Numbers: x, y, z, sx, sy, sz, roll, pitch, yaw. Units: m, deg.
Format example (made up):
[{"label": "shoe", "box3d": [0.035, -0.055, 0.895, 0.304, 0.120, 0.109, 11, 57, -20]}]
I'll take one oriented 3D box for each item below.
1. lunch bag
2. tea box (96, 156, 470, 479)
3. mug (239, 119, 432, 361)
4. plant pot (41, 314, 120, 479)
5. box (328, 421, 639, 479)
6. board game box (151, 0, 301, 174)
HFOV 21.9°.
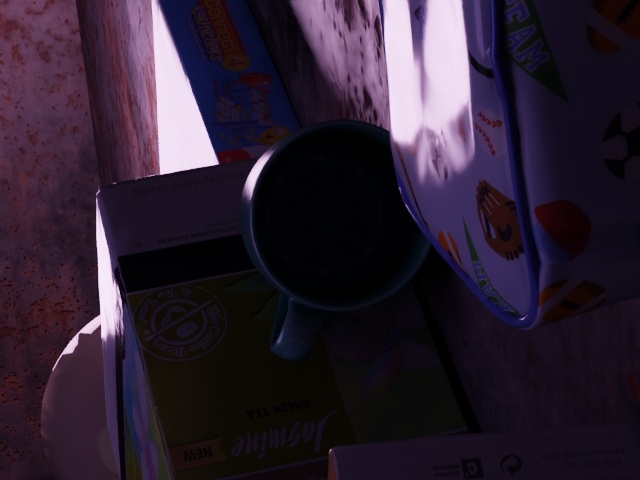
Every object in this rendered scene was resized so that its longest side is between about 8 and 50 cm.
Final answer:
[{"label": "lunch bag", "box3d": [0.091, -0.129, 0.761, 0.243, 0.115, 0.303, -120, 22, -62]}, {"label": "tea box", "box3d": [-0.039, 0.161, 1.302, 0.329, 0.220, 0.323, 95, 159, -50]}, {"label": "mug", "box3d": [-0.002, -0.010, 1.154, 0.129, 0.158, 0.097, 53, 174, -7]}, {"label": "plant pot", "box3d": [-0.127, 0.211, 1.755, 0.274, 0.256, 0.256, 18, 119, 58]}, {"label": "box", "box3d": [0.099, 0.295, 0.817, 0.215, 0.168, 0.345, 96, 169, -52]}, {"label": "board game box", "box3d": [-0.090, -0.056, 1.650, 0.302, 0.086, 0.308, 93, 161, -45]}]
